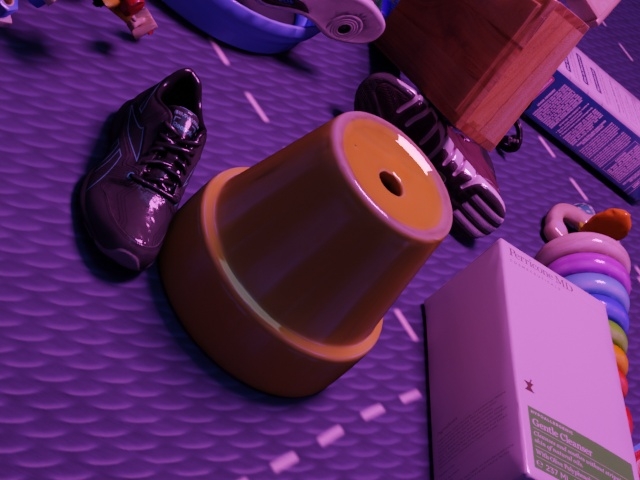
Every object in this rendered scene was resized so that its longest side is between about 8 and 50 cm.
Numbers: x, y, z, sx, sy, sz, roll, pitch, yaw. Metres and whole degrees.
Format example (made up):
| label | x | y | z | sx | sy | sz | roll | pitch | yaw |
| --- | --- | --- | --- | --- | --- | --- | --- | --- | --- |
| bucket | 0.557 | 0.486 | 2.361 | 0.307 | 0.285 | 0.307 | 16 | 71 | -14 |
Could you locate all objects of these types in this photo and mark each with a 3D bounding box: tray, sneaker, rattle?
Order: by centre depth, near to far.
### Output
| label | x | y | z | sx | sy | sz | roll | pitch | yaw |
| --- | --- | --- | --- | --- | --- | --- | --- | --- | --- |
| sneaker | -0.180 | -0.084 | 1.357 | 0.101 | 0.106 | 0.267 | 32 | 37 | -27 |
| sneaker | -0.007 | -0.349 | 1.726 | 0.217 | 0.079 | 0.121 | 18 | 44 | -37 |
| tray | 0.206 | -0.290 | 1.815 | 0.076 | 0.203 | 0.411 | 33 | 13 | -24 |
| sneaker | 0.156 | -0.137 | 1.844 | 0.281 | 0.106 | 0.162 | 50 | 23 | -13 |
| rattle | 0.442 | -0.041 | 2.041 | 0.130 | 0.143 | 0.199 | 38 | 34 | 19 |

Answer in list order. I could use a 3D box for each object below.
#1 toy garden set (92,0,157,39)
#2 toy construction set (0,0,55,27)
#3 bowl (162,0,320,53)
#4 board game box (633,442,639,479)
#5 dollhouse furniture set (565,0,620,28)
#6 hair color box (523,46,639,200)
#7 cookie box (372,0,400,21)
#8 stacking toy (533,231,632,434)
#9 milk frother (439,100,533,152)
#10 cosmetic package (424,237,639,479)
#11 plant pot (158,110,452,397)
| label | x | y | z | sx | sy | sz | roll | pitch | yaw |
| --- | --- | --- | --- | --- | --- | --- | --- | --- | --- |
| toy garden set | -0.254 | -0.310 | 1.473 | 0.204 | 0.049 | 0.244 | 58 | -2 | 10 |
| toy construction set | -0.411 | -0.375 | 1.339 | 0.328 | 0.151 | 0.215 | 56 | 32 | 11 |
| bowl | -0.143 | -0.419 | 1.784 | 0.391 | 0.077 | 0.391 | 32 | 35 | -26 |
| board game box | 0.498 | 0.394 | 1.686 | 0.308 | 0.086 | 0.302 | -10 | 64 | -54 |
| dollhouse furniture set | 0.347 | -0.437 | 2.292 | 0.303 | 0.355 | 0.174 | -47 | 110 | -25 |
| hair color box | 0.466 | -0.238 | 2.298 | 0.347 | 0.105 | 0.174 | 35 | 30 | -22 |
| cookie box | 0.120 | -0.352 | 2.064 | 0.092 | 0.040 | 0.107 | 38 | 33 | -19 |
| stacking toy | 0.370 | 0.149 | 1.760 | 0.141 | 0.141 | 0.330 | 30 | 40 | -27 |
| milk frother | 0.253 | -0.205 | 2.028 | 0.134 | 0.129 | 0.143 | -8 | 90 | -15 |
| cosmetic package | 0.242 | 0.200 | 1.520 | 0.197 | 0.155 | 0.365 | 29 | 38 | -24 |
| plant pot | 0.000 | 0.000 | 1.359 | 0.254 | 0.239 | 0.254 | 31 | 37 | -27 |
